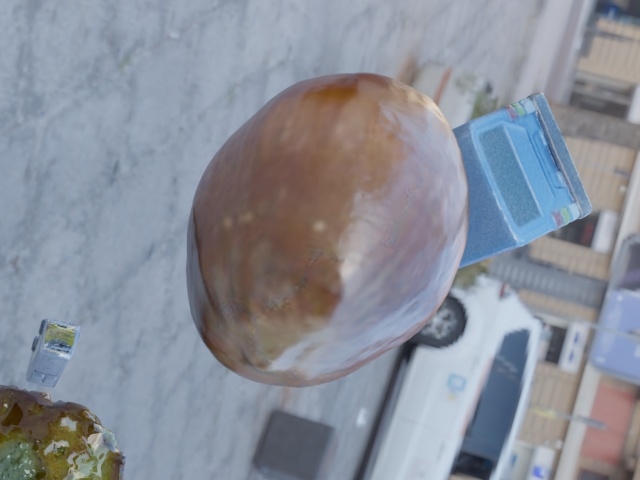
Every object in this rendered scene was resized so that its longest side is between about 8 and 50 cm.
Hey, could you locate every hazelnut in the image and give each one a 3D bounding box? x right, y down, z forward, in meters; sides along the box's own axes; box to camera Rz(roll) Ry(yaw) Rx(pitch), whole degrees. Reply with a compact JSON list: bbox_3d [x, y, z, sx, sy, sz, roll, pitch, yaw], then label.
[{"bbox_3d":[0.000,0.000,0.772,0.214,0.176,0.214,-63,177,-6],"label":"hazelnut"}]

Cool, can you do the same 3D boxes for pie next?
[{"bbox_3d":[-0.366,0.323,1.297,0.354,0.288,0.103,-46,168,-13],"label":"pie"}]

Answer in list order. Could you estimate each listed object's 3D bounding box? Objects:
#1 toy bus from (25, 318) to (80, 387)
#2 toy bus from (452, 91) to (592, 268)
[{"bbox_3d":[-0.426,0.179,1.907,0.190,0.064,0.075,131,-30,-59],"label":"toy bus"},{"bbox_3d":[0.088,-0.025,1.000,0.133,0.234,0.116,-25,92,-45],"label":"toy bus"}]
